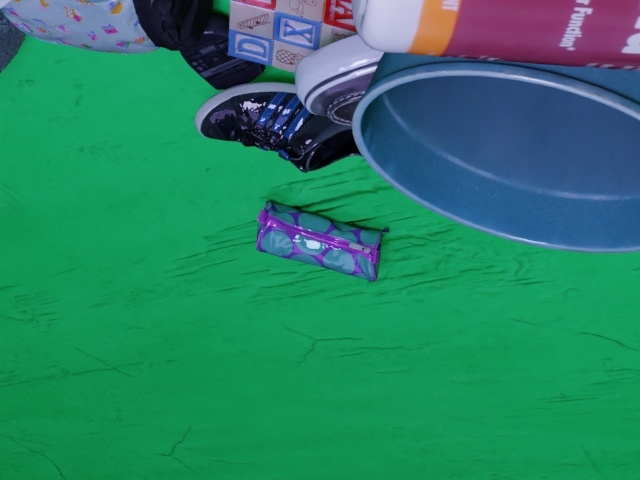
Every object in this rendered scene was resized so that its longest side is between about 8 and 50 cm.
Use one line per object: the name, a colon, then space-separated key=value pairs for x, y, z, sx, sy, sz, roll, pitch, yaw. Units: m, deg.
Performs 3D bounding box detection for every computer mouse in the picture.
computer mouse: x=-0.069 y=-0.165 z=1.544 sx=0.071 sy=0.041 sz=0.242 roll=-17 pitch=145 yaw=22

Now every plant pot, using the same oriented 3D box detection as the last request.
plant pot: x=0.187 y=-0.163 z=1.149 sx=0.271 sy=0.255 sz=0.272 roll=15 pitch=159 yaw=6

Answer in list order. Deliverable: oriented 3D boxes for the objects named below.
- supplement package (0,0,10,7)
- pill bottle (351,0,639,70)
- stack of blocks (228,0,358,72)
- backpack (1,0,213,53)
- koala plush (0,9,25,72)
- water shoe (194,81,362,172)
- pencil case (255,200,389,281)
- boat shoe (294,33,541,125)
supplement package: x=-0.282 y=-0.307 z=1.215 sx=0.149 sy=0.203 sz=0.194 roll=34 pitch=147 yaw=-30
pill bottle: x=0.223 y=-0.211 z=0.913 sx=0.392 sy=0.224 sz=0.224 roll=3 pitch=152 yaw=-4
stack of blocks: x=0.017 y=-0.253 z=1.271 sx=0.171 sy=0.087 sz=0.297 roll=15 pitch=152 yaw=3
backpack: x=-0.206 y=-0.240 z=1.392 sx=0.182 sy=0.115 sz=0.152 roll=11 pitch=154 yaw=17
koala plush: x=-0.449 y=-0.224 z=1.500 sx=0.221 sy=0.203 sz=0.196 roll=21 pitch=154 yaw=19
water shoe: x=-0.028 y=-0.112 z=1.516 sx=0.203 sy=0.080 sz=0.073 roll=-3 pitch=149 yaw=3
pencil case: x=0.000 y=0.000 z=1.767 sx=0.151 sy=0.065 sz=0.070 roll=15 pitch=168 yaw=3
boat shoe: x=0.147 y=-0.117 z=1.303 sx=0.335 sy=0.119 sz=0.121 roll=-2 pitch=162 yaw=-8
